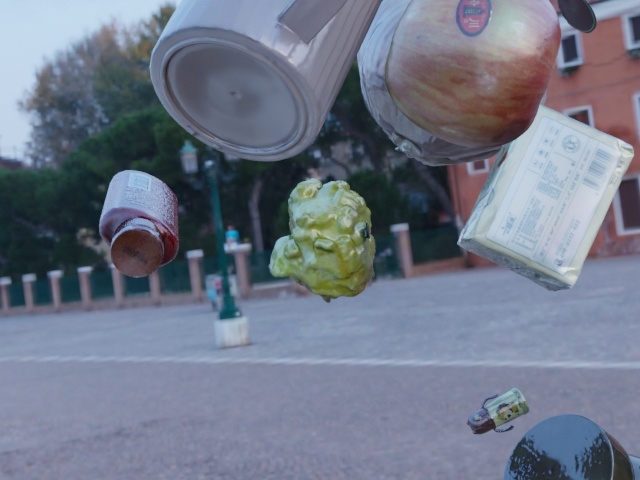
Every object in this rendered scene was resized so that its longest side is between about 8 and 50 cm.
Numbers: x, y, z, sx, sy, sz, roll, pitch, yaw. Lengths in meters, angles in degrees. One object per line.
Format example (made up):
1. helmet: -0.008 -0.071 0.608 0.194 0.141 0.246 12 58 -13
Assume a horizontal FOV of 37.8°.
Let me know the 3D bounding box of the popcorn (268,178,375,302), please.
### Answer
1. popcorn: 0.012 0.000 1.248 0.142 0.173 0.173 17 5 12

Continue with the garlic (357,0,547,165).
1. garlic: 0.198 -0.253 1.521 0.317 0.259 0.317 22 -2 1

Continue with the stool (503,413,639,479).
1. stool: 0.411 0.382 1.337 0.264 0.179 0.179 35 -25 -31

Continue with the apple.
1. apple: 0.121 -0.146 0.760 0.131 0.146 0.146 17 3 7

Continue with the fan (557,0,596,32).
1. fan: 0.398 -0.390 1.513 0.005 0.133 0.085 -40 2 -10

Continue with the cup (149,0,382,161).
1. cup: -0.026 -0.254 1.060 0.288 0.273 0.208 -2 -41 33

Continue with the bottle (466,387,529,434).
1. bottle: 0.288 0.283 1.522 0.101 0.063 0.047 -28 -17 -4

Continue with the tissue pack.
1. tissue pack: 0.277 -0.052 1.165 0.148 0.196 0.092 26 -7 3

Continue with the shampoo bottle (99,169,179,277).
1. shampoo bottle: -0.263 -0.027 1.369 0.118 0.076 0.314 33 9 -17
